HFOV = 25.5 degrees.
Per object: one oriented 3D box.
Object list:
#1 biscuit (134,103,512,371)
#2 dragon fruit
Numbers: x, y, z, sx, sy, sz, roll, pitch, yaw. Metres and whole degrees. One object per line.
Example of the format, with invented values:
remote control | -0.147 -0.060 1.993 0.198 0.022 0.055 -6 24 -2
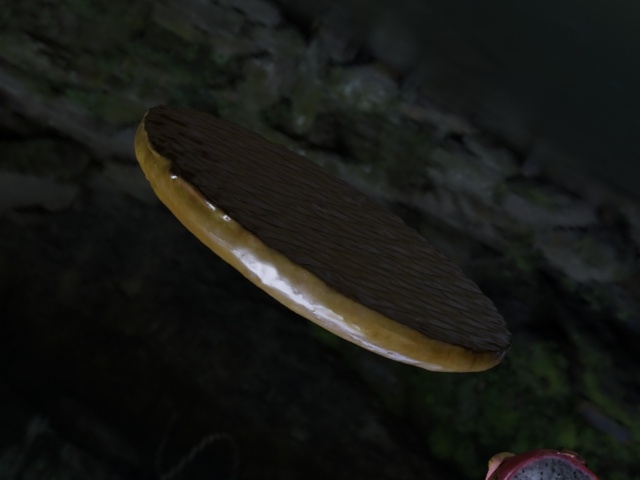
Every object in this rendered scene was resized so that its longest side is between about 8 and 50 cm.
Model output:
biscuit | -0.001 0.001 0.848 0.262 0.037 0.262 31 -166 -9
dragon fruit | 0.133 0.151 0.846 0.083 0.060 0.056 22 173 -8
